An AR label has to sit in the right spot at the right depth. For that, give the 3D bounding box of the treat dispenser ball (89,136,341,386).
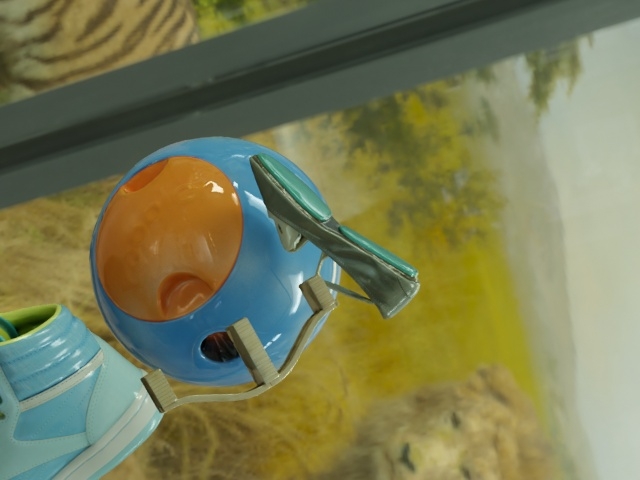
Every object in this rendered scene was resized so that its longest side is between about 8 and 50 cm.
[{"bbox_3d":[-0.119,0.025,1.196,0.288,0.288,0.288,-15,90,-77],"label":"treat dispenser ball"}]

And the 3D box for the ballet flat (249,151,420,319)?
[{"bbox_3d":[0.000,0.000,1.023,0.213,0.068,0.072,38,14,5],"label":"ballet flat"}]

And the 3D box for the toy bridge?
[{"bbox_3d":[-0.057,0.097,0.884,0.063,0.188,0.026,61,-26,0],"label":"toy bridge"}]

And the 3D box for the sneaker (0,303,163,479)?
[{"bbox_3d":[-0.330,0.186,0.999,0.208,0.319,0.127,53,-11,-24],"label":"sneaker"}]
